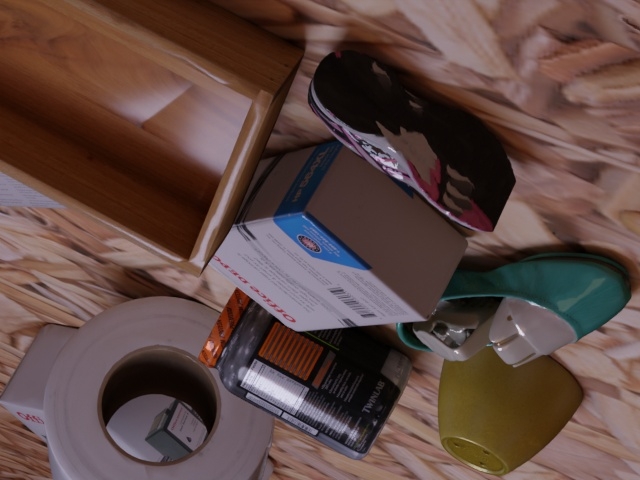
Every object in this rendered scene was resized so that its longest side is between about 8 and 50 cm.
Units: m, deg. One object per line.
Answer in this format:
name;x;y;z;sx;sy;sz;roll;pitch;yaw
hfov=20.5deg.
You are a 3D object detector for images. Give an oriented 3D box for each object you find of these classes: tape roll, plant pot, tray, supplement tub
tape roll;-0.176;0.202;1.916;0.246;0.246;0.169;27;157;5
plant pot;0.160;0.158;1.622;0.134;0.095;0.134;25;157;11
tray;-0.234;-0.153;1.375;0.411;0.076;0.203;29;133;4
supplement tub;-0.016;0.123;1.728;0.190;0.117;0.117;29;157;1

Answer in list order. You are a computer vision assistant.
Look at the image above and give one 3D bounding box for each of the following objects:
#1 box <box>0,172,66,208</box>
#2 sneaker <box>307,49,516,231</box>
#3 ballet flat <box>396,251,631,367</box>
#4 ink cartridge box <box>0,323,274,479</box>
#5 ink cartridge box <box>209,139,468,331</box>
box;-0.217;-0.070;1.628;0.324;0.063;0.067;3;144;47
sneaker;0.065;-0.075;1.305;0.178;0.072;0.077;41;168;-8
ballet flat;0.151;0.065;1.449;0.083;0.087;0.247;42;154;-27
ink cartridge box;-0.231;0.242;2.220;0.211;0.121;0.289;4;146;44
ink cartridge box;0.000;0.000;1.491;0.148;0.086;0.203;40;156;-24
